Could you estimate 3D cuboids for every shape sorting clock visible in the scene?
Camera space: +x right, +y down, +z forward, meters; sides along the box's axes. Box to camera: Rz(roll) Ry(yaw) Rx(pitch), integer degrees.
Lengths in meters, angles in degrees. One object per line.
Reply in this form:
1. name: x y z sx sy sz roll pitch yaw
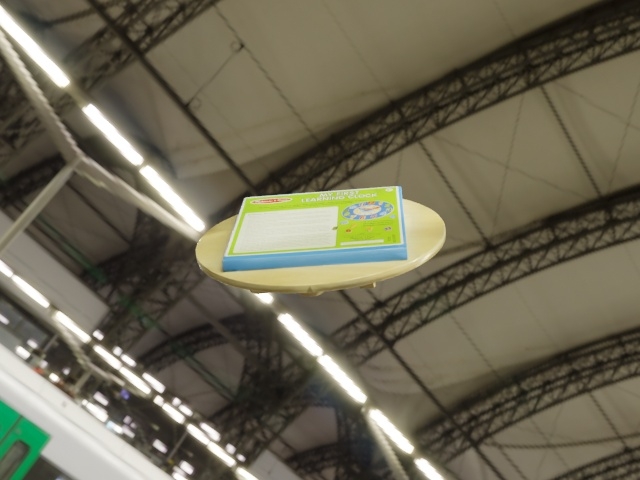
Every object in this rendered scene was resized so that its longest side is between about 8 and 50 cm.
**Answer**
1. shape sorting clock: 0.000 0.000 0.708 0.206 0.206 0.040 14 -58 38
